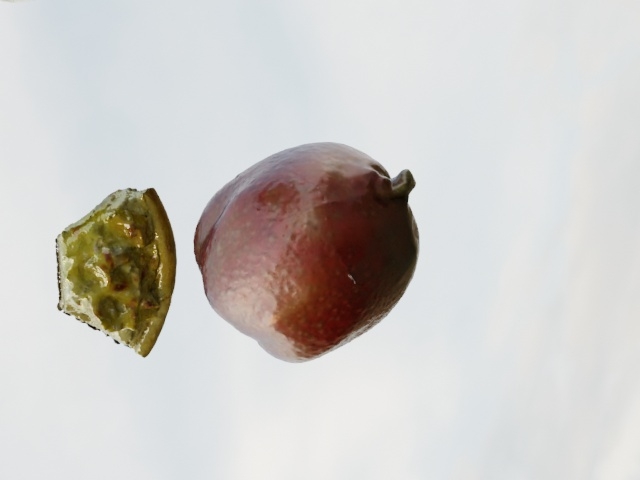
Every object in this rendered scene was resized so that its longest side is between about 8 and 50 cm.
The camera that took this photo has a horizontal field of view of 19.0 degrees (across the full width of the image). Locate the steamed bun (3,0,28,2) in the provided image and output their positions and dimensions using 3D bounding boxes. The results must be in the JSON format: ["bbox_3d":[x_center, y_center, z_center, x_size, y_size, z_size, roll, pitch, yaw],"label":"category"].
[{"bbox_3d":[-0.200,-0.278,1.267,0.232,0.166,0.273,-62,-32,-13],"label":"steamed bun"}]

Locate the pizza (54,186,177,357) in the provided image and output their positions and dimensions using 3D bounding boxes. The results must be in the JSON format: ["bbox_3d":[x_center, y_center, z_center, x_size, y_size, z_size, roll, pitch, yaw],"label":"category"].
[{"bbox_3d":[-0.165,0.029,1.558,0.099,0.036,0.160,-7,-62,-21],"label":"pizza"}]

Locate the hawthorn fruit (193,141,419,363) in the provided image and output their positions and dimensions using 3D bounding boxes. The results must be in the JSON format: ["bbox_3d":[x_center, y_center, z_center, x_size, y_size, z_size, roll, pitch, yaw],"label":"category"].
[{"bbox_3d":[0.000,0.000,1.461,0.188,0.169,0.169,-41,-13,18],"label":"hawthorn fruit"}]
